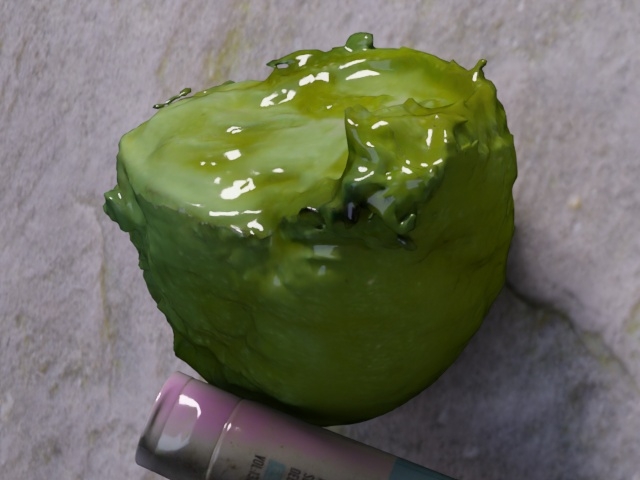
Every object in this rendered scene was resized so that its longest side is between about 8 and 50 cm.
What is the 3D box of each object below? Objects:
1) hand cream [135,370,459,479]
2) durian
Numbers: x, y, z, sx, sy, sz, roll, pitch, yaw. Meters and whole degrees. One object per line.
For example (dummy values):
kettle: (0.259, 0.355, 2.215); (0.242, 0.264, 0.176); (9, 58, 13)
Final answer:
hand cream: (0.034, 0.179, 1.082); (0.312, 0.070, 0.111); (22, 113, 10)
durian: (0.000, 0.000, 1.105); (0.255, 0.204, 0.340); (16, 146, 21)
